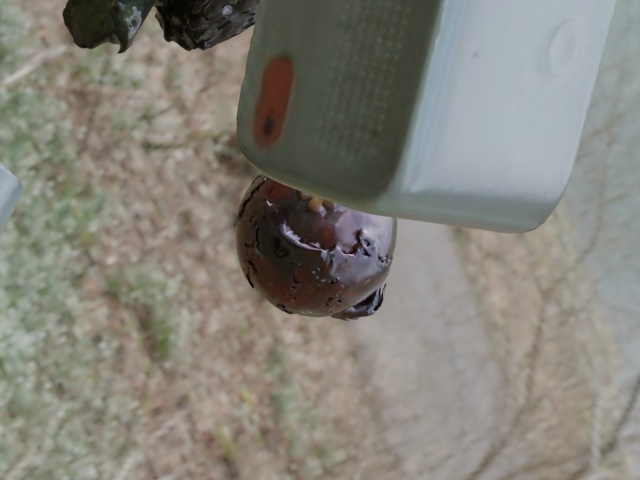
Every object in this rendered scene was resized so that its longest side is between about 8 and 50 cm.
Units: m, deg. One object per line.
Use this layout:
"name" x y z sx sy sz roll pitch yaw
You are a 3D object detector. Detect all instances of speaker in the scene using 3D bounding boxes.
"speaker" 0.085 -0.212 1.158 0.184 0.183 0.406 0 106 -54

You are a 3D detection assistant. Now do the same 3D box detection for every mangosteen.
"mangosteen" 0.000 0.000 1.704 0.180 0.166 0.166 67 10 -64

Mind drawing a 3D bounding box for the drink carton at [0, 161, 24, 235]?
"drink carton" -0.335 0.006 1.394 0.185 0.191 0.190 44 67 -40

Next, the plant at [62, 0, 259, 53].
"plant" -0.106 -0.215 1.356 0.203 0.142 0.131 -27 77 -26
